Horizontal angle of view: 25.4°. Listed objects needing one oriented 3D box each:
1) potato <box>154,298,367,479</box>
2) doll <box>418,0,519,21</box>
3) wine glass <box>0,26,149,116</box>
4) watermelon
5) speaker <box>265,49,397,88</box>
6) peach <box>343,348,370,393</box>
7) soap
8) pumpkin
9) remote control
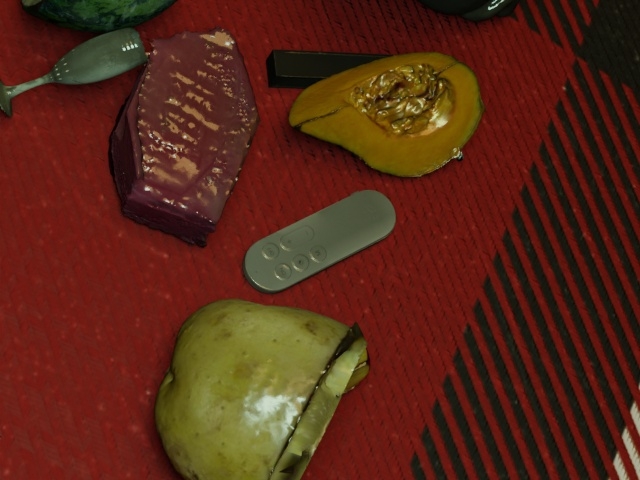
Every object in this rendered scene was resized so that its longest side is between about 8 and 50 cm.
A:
[{"bbox_3d":[-0.093,0.192,1.747,0.242,0.242,0.285,26,89,-9],"label":"potato"},{"bbox_3d":[0.176,-0.416,2.030,0.382,0.252,0.378,15,36,-17],"label":"doll"},{"bbox_3d":[-0.326,-0.223,1.851,0.198,0.066,0.066,-20,75,6],"label":"wine glass"},{"bbox_3d":[-0.292,-0.362,1.869,0.224,0.180,0.305,-10,32,-3],"label":"watermelon"},{"bbox_3d":[0.019,-0.243,2.048,0.191,0.040,0.046,0,72,-20],"label":"speaker"},{"bbox_3d":[0.025,0.173,1.879,0.077,0.050,0.083,14,53,11],"label":"peach"},{"bbox_3d":[-0.181,-0.155,1.905,0.182,0.112,0.289,25,62,-12],"label":"soap"},{"bbox_3d":[0.087,-0.165,2.019,0.278,0.163,0.111,-22,34,-11],"label":"pumpkin"},{"bbox_3d":[0.000,0.000,1.955,0.245,0.022,0.077,-27,82,-26],"label":"remote control"}]
